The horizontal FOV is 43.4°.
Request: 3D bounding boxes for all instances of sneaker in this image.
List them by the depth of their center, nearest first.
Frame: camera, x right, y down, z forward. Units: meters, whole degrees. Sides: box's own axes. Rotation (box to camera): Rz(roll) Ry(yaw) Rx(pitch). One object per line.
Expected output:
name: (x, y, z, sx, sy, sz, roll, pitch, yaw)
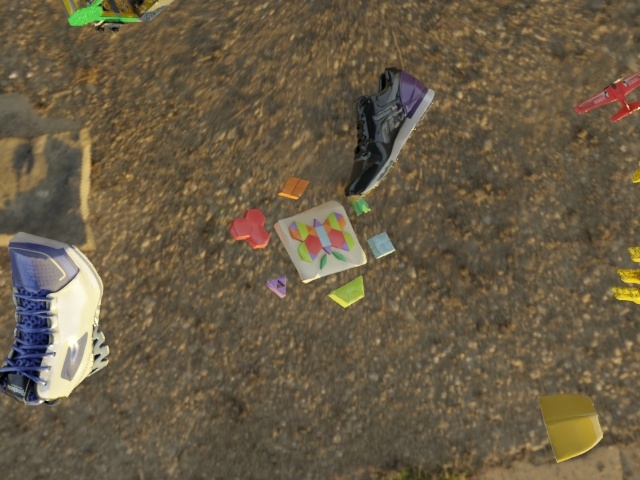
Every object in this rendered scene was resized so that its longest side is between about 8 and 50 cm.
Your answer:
sneaker: (-0.439, 0.158, 1.287, 0.128, 0.182, 0.315, 11, 130, 14)
sneaker: (0.099, -0.208, 1.548, 0.124, 0.107, 0.283, 35, 71, -10)

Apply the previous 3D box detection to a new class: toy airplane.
toy airplane: (0.512, -0.244, 1.365, 0.151, 0.151, 0.028, -31, 109, 13)

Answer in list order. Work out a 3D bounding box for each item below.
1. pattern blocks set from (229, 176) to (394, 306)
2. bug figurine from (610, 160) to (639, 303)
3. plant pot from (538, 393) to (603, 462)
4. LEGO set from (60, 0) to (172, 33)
pattern blocks set: (0.000, 0.000, 1.627, 0.285, 0.325, 0.026, 55, 142, 1)
bug figurine: (0.324, -0.016, 0.530, 0.072, 0.279, 0.216, 41, 73, -21)
plant pot: (0.411, 0.299, 1.311, 0.083, 0.081, 0.081, -16, 107, 13)
LEGO set: (-0.318, -0.516, 1.354, 0.331, 0.255, 0.192, -28, 85, 43)
